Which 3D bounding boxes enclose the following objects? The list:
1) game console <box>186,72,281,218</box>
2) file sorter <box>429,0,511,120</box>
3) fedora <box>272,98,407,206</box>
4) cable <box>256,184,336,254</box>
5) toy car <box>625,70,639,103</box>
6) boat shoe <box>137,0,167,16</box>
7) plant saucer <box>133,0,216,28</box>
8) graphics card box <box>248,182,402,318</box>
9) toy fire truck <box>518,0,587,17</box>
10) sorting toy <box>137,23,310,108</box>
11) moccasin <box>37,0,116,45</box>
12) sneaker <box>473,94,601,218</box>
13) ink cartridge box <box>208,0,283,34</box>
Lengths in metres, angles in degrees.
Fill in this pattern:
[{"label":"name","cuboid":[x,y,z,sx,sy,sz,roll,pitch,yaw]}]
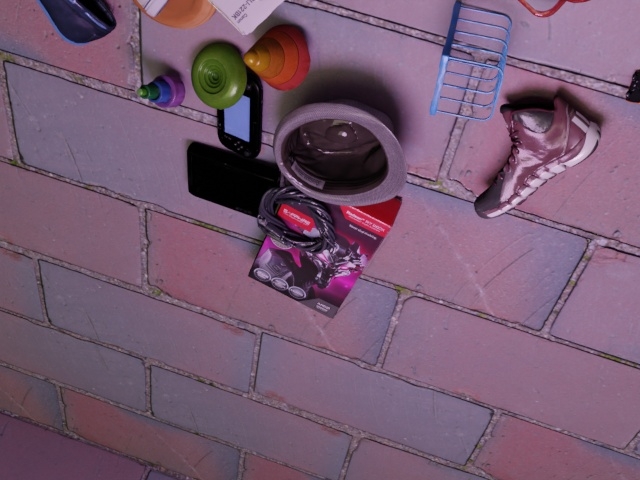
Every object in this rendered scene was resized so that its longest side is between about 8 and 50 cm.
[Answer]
[{"label":"game console","cuboid":[-0.185,-0.206,1.743,0.213,0.044,0.361,19,135,13]},{"label":"file sorter","cuboid":[0.253,-0.296,1.383,0.104,0.170,0.118,13,137,5]},{"label":"fedora","cuboid":[0.048,-0.190,1.608,0.275,0.124,0.244,-7,129,29]},{"label":"cable","cuboid":[-0.041,-0.042,1.728,0.184,0.047,0.151,30,132,0]},{"label":"toy car","cuboid":[0.571,-0.255,1.371,0.122,0.060,0.040,-3,164,35]},{"label":"boat shoe","cuboid":[-0.266,-0.474,1.433,0.075,0.083,0.226,38,136,-17]},{"label":"plant saucer","cuboid":[-0.282,-0.477,1.528,0.199,0.037,0.200,12,137,11]},{"label":"graphics card box","cuboid":[0.000,0.000,1.843,0.232,0.094,0.371,27,138,-3]},{"label":"toy fire truck","cuboid":[0.348,-0.477,1.132,0.254,0.169,0.302,44,110,0]},{"label":"sorting toy","cuboid":[-0.203,-0.314,1.561,0.365,0.126,0.127,-9,96,30]},{"label":"moccasin","cuboid":[-0.490,-0.522,1.527,0.116,0.138,0.342,-5,145,22]},{"label":"sneaker","cuboid":[0.358,-0.170,1.526,0.162,0.106,0.281,43,124,-13]},{"label":"ink cartridge box","cuboid":[-0.053,-0.468,1.263,0.114,0.273,0.197,41,134,-19]}]
